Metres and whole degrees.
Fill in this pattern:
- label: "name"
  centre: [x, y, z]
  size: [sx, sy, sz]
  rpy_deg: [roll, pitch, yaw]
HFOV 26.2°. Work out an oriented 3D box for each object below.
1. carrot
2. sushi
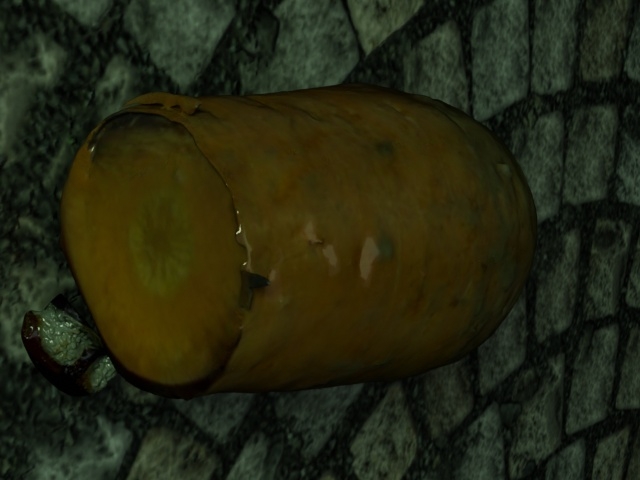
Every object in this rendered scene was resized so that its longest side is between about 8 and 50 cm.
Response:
- label: "carrot"
  centre: [0.000, 0.000, 0.975]
  size: [0.340, 0.224, 0.224]
  rpy_deg: [-9, 109, -47]
- label: "sushi"
  centre: [-0.174, 0.073, 0.933]
  size: [0.046, 0.044, 0.083]
  rpy_deg: [-41, 133, -8]
